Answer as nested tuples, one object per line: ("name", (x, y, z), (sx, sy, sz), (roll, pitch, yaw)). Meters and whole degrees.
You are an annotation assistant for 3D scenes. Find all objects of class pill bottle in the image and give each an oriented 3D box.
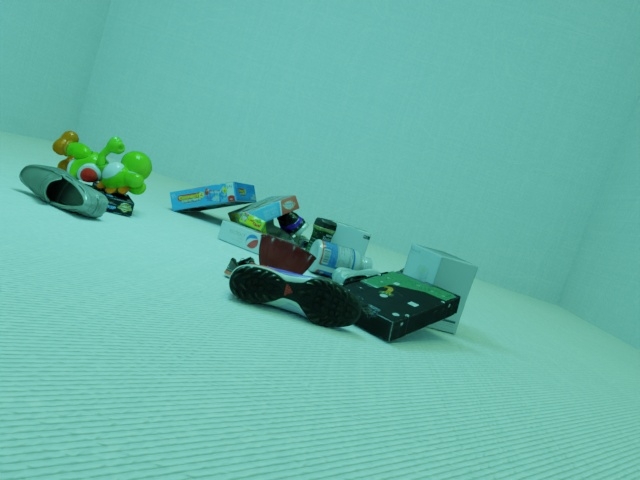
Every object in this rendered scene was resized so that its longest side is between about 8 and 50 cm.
("pill bottle", (0.073, 0.081, 1.861), (0.221, 0.124, 0.124), (17, 6, -19))

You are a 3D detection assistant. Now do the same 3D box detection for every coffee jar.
("coffee jar", (0.000, 0.000, 2.081), (0.096, 0.184, 0.079), (13, 8, -38))

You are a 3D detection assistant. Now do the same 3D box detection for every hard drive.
("hard drive", (0.199, 0.168, 1.393), (0.237, 0.064, 0.339), (23, 22, 38))

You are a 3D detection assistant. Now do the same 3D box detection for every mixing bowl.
("mixing bowl", (-0.112, 0.063, 1.496), (0.181, 0.098, 0.181), (21, -10, 4))

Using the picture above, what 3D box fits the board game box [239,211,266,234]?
("board game box", (-0.262, -0.043, 1.985), (0.092, 0.043, 0.181), (24, -20, 4))

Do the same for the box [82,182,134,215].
("box", (-0.762, -0.147, 1.790), (0.175, 0.051, 0.220), (14, 6, -28))

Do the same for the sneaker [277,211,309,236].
("sneaker", (-0.159, -0.096, 2.464), (0.146, 0.102, 0.293), (44, -16, -13))

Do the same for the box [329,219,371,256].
("box", (0.103, 0.021, 2.218), (0.181, 0.182, 0.119), (18, 4, -7))

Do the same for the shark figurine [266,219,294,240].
("shark figurine", (-0.242, -0.065, 2.326), (0.166, 0.116, 0.278), (19, 4, 23))

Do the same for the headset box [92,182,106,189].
("headset box", (-0.910, -0.222, 2.127), (0.062, 0.032, 0.083), (19, 5, 3))

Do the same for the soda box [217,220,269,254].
("soda box", (-0.269, -0.007, 1.877), (0.216, 0.074, 0.069), (20, 6, 18))

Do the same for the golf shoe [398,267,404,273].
("golf shoe", (0.435, 0.202, 2.071), (0.273, 0.105, 0.120), (13, 21, 10))

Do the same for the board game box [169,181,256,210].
("board game box", (-0.485, -0.199, 2.339), (0.302, 0.086, 0.308), (-8, 2, 9))

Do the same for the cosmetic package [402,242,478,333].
("cosmetic package", (0.361, 0.147, 1.631), (0.138, 0.224, 0.224), (16, 6, -16))

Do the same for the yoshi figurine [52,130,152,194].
("yoshi figurine", (-0.763, -0.276, 1.837), (0.362, 0.203, 0.203), (22, 0, 13))

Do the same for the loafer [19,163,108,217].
("loafer", (-0.795, -0.160, 1.535), (0.319, 0.112, 0.111), (20, -2, 16))

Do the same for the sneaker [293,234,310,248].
("sneaker", (-0.077, 0.009, 2.426), (0.135, 0.052, 0.058), (20, 10, 25))

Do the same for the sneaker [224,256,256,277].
("sneaker", (-0.184, 0.079, 1.384), (0.158, 0.065, 0.061), (12, 9, -44))

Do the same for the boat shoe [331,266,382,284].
("boat shoe", (0.147, 0.146, 1.775), (0.227, 0.079, 0.081), (8, 20, -34))

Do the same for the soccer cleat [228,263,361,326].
("soccer cleat", (-0.058, 0.123, 1.206), (0.318, 0.108, 0.116), (15, 2, -6))

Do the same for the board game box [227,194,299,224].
("board game box", (-0.264, -0.135, 2.291), (0.242, 0.064, 0.316), (-23, 13, -20))
